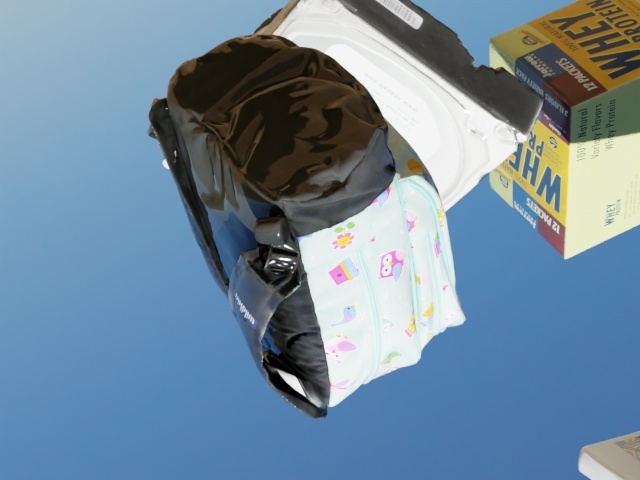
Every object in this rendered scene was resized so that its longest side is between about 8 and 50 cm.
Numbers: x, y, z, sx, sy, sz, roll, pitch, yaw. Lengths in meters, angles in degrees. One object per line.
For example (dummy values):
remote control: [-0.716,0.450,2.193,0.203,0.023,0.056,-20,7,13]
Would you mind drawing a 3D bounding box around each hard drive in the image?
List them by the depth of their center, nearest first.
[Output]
hard drive: [0.020,-0.098,1.855,0.339,0.237,0.064,-42,-164,52]

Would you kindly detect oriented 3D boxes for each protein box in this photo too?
protein box: [0.287,-0.127,1.989,0.201,0.200,0.136,-24,-134,-21]

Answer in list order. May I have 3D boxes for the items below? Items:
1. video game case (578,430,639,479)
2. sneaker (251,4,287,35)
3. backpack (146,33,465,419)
video game case: [0.357,0.195,1.595,0.227,0.026,0.206,-10,-152,-33]
sneaker: [-0.042,-0.179,2.089,0.211,0.080,0.081,-40,-126,-19]
backpack: [0.000,0.000,0.991,0.115,0.182,0.152,-25,-137,-9]
